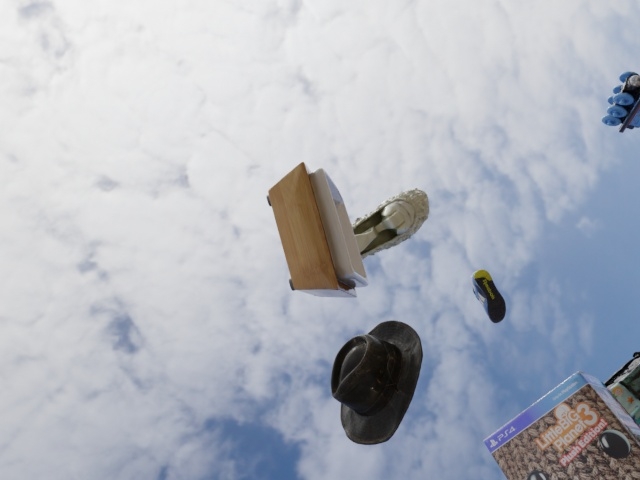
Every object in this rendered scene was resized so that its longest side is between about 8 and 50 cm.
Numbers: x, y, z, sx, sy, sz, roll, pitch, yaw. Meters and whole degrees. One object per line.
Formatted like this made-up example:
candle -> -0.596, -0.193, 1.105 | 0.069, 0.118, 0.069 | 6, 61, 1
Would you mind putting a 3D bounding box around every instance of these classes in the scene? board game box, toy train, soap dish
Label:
board game box -> 0.489, 0.427, 1.061 | 0.141, 0.232, 0.291 | 24, -153, -48
toy train -> 0.689, -0.299, 1.288 | 0.184, 0.105, 0.080 | 55, -124, -70
soap dish -> 0.000, 0.000, 1.127 | 0.291, 0.118, 0.228 | 42, -148, -77

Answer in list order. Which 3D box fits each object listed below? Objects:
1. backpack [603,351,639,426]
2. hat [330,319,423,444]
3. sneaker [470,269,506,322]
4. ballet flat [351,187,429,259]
backpack -> 0.803, 0.449, 1.554 | 0.254, 0.225, 0.191 | -29, -124, -11
hat -> 0.108, 0.343, 1.502 | 0.134, 0.331, 0.331 | 27, -115, -29
sneaker -> 0.425, 0.140, 1.498 | 0.053, 0.059, 0.144 | -22, -90, -10
ballet flat -> 0.175, -0.025, 1.796 | 0.409, 0.147, 0.147 | -33, -76, -6
